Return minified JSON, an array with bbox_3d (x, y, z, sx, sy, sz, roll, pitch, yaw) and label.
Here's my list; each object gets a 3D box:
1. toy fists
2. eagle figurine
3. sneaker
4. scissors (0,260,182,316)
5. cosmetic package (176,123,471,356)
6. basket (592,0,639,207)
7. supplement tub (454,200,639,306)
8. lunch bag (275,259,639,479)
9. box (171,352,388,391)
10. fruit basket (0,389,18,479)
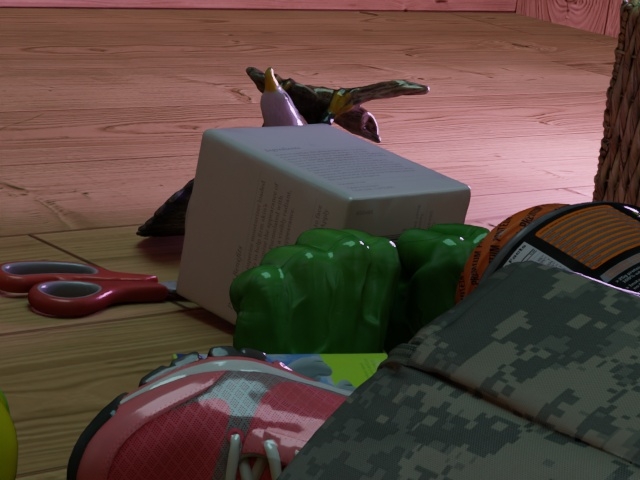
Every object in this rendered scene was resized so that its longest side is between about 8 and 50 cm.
[{"bbox_3d":[0.051,0.056,1.425,0.279,0.142,0.096,-2,17,-35],"label":"toy fists"},{"bbox_3d":[-0.037,-0.063,1.857,0.226,0.225,0.298,-29,31,32],"label":"eagle figurine"},{"bbox_3d":[0.009,0.141,1.127,0.314,0.116,0.136,2,16,-21],"label":"sneaker"},{"bbox_3d":[-0.139,0.037,1.647,0.297,0.021,0.109,-2,17,-32],"label":"scissors"},{"bbox_3d":[0.000,0.000,1.576,0.151,0.151,0.183,-7,25,-45],"label":"cosmetic package"},{"bbox_3d":[0.414,-0.077,1.819,0.213,0.299,0.223,0,13,-32],"label":"basket"},{"bbox_3d":[0.224,0.087,1.283,0.193,0.194,0.316,2,16,-21],"label":"supplement tub"},{"bbox_3d":[0.116,0.175,0.851,0.256,0.212,0.305,-36,37,-27],"label":"lunch bag"},{"bbox_3d":[-0.027,0.120,1.278,0.178,0.042,0.109,0,30,-18],"label":"box"},{"bbox_3d":[-0.301,0.093,0.918,0.392,0.283,0.392,-3,28,2],"label":"fruit basket"}]
